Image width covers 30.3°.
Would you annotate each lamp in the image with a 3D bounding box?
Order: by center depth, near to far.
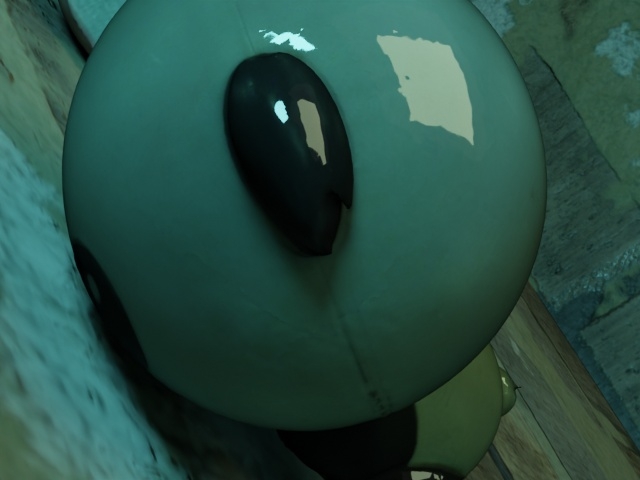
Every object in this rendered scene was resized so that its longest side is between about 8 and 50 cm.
[{"bbox_3d":[0.000,0.000,0.463,0.198,0.197,0.244,-110,-177,-52],"label":"lamp"}]

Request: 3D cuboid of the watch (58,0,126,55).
[{"bbox_3d":[-0.027,-0.115,0.726,0.253,0.161,0.241,54,5,-4],"label":"watch"}]
